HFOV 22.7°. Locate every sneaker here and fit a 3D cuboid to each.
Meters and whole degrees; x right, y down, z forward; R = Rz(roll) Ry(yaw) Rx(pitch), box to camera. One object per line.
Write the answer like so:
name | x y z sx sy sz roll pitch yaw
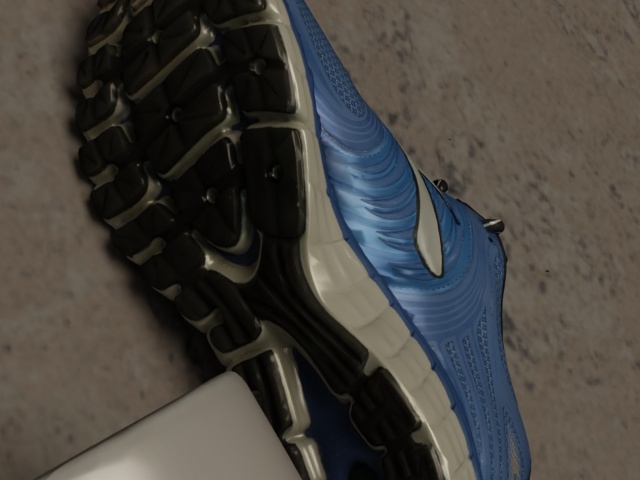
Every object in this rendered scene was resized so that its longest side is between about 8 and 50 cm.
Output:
sneaker | 0.000 0.000 0.742 0.147 0.129 0.330 -14 80 -58

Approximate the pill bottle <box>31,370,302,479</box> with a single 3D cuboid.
pill bottle | -0.014 0.240 0.527 0.204 0.204 0.361 -27 87 -44
